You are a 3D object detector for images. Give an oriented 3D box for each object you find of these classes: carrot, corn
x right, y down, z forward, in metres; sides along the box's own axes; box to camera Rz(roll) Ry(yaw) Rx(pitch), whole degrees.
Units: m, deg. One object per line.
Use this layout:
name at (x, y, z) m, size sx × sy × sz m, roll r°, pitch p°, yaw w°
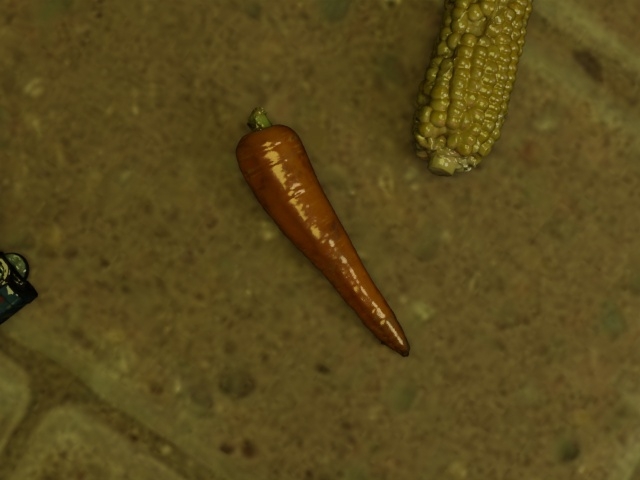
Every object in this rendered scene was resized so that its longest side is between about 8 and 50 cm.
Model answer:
carrot at (0.000, 0.000, 1.198) m, size 0.061 × 0.061 × 0.257 m, roll -31°, pitch 95°, yaw -3°
corn at (0.142, -0.196, 1.194) m, size 0.086 × 0.086 × 0.288 m, roll 14°, pitch 86°, yaw -2°

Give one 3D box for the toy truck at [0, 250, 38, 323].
toy truck at (-0.336, -0.006, 1.170) m, size 0.088 × 0.074 × 0.202 m, roll -41°, pitch 89°, yaw 1°
